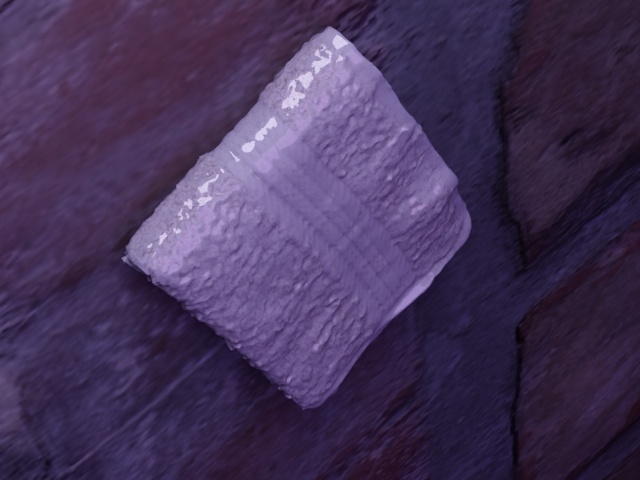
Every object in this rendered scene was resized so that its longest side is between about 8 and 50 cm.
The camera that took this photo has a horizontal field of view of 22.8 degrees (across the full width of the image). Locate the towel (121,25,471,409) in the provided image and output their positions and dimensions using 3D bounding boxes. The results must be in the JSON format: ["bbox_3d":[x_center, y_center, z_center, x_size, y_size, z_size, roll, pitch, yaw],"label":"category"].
[{"bbox_3d":[0.000,0.000,1.020,0.187,0.049,0.282,-49,149,-3],"label":"towel"}]
